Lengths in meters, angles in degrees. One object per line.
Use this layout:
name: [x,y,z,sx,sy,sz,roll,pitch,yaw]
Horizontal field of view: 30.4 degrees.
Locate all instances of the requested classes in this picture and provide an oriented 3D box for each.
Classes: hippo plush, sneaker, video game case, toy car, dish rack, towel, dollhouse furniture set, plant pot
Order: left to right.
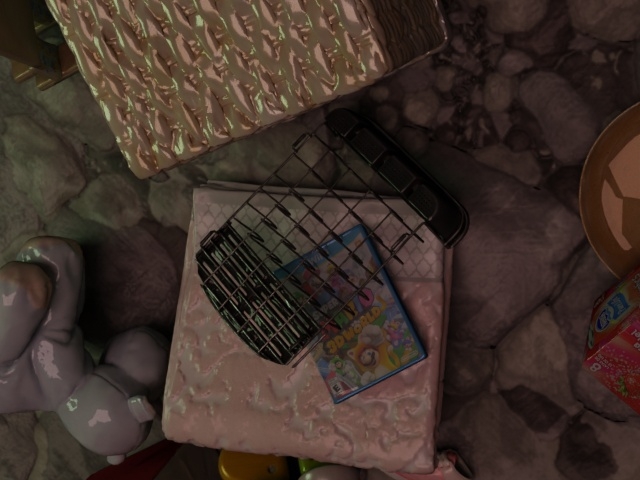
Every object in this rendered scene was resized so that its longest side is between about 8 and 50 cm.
dollhouse furniture set: [-0.345,-0.320,1.320,0.161,0.212,0.242,-22,72,26]
hippo plush: [-0.297,0.147,1.431,0.236,0.294,0.234,27,136,1]
toy car: [-0.028,0.270,1.442,0.181,0.159,0.136,-16,144,6]
towel: [-0.015,0.095,1.360,0.331,0.053,0.317,4,87,19]
dish rack: [0.000,0.000,1.283,0.271,0.074,0.208,-46,58,5]
video game case: [0.031,0.082,1.310,0.119,0.015,0.166,-29,76,14]
sneaker: [0.126,0.268,1.429,0.134,0.051,0.070,37,114,2]
plant pot: [0.393,-0.046,1.237,0.236,0.032,0.236,6,109,17]

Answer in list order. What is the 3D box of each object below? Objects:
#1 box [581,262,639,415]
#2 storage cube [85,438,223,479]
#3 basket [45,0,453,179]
box: [0.408,0.141,1.216,0.257,0.128,0.122,39,124,-6]
storage cube: [-0.214,0.379,1.502,0.193,0.215,0.184,-28,96,19]
basket: [-0.085,-0.269,1.209,0.328,0.266,0.331,-20,102,24]
